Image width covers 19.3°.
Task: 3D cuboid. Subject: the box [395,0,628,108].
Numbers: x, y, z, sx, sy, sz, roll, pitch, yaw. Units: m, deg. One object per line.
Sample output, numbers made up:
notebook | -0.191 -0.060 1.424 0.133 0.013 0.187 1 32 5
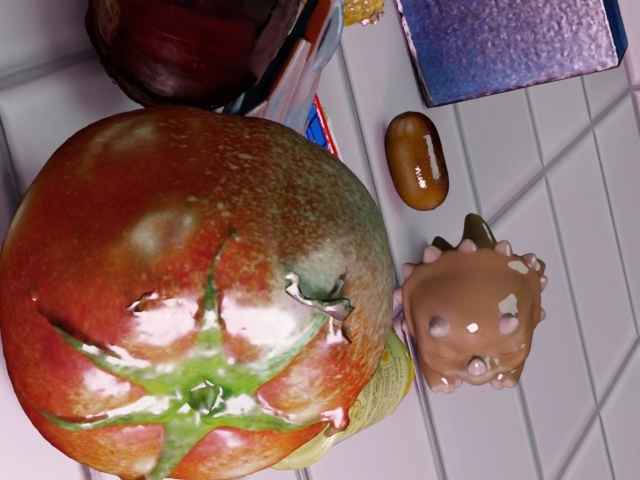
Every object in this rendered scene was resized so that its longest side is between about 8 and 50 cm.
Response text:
box | 0.230 -0.336 2.400 0.116 0.261 0.279 -55 131 -64

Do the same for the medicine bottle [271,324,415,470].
medicine bottle | 0.006 0.137 1.824 0.239 0.124 0.124 -17 96 -69

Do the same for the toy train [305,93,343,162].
toy train | -0.023 -0.059 1.885 0.131 0.083 0.204 -58 132 -60

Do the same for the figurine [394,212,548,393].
figurine | 0.181 0.058 2.220 0.173 0.177 0.247 85 24 -46

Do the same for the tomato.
tomato | -0.100 0.033 1.429 0.303 0.303 0.239 56 16 -46

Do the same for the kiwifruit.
kiwifruit | 0.116 -0.094 2.266 0.075 0.075 0.124 -42 117 -65

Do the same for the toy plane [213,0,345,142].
toy plane | -0.048 -0.119 1.719 0.223 0.104 0.326 20 87 -60

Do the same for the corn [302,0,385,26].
corn | -0.022 -0.337 1.994 0.305 0.106 0.106 47 38 -47

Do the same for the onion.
onion | -0.120 -0.230 1.571 0.252 0.219 0.252 -169 -90 -74
